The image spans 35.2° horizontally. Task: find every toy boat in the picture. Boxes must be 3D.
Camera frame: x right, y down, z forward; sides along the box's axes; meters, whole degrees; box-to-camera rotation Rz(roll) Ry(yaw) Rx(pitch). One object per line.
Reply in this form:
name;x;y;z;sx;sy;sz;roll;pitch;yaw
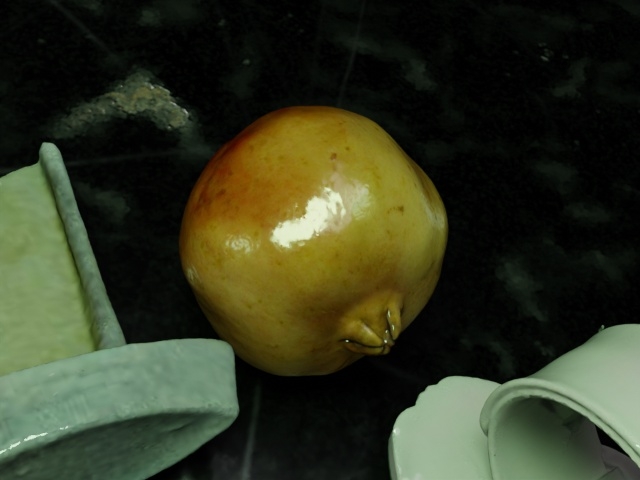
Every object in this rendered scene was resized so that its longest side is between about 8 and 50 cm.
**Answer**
toy boat;-0.232;0.087;0.726;0.276;0.111;0.293;-31;55;-29

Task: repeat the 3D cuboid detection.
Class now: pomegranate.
pomegranate;-0.005;-0.004;0.774;0.209;0.209;0.209;7;54;-10

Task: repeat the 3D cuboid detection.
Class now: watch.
watch;0.178;0.164;0.686;0.196;0.231;0.244;-26;69;-25
